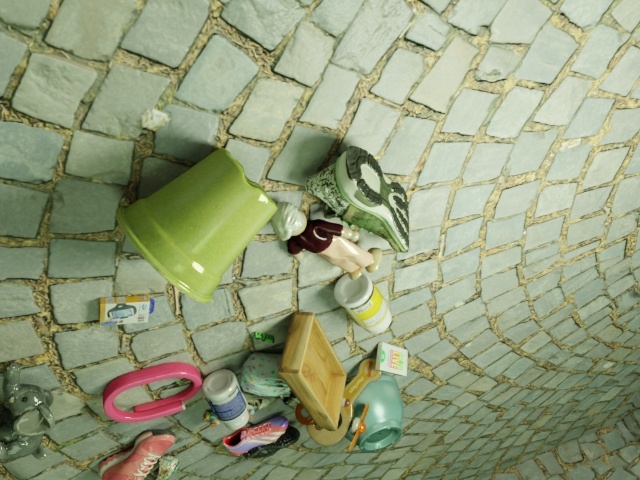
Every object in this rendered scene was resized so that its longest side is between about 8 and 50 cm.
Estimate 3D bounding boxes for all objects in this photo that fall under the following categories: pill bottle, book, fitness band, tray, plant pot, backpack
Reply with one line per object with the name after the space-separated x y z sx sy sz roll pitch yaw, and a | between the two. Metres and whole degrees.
-0.293 0.508 1.771 0.112 0.112 0.186 -20 124 -6 | pill bottle
0.252 0.421 1.986 0.144 0.096 0.035 23 158 -40 | book
-0.505 0.462 1.696 0.291 0.054 0.209 -13 135 -15 | fitness band
-0.016 0.420 1.772 0.076 0.202 0.410 -2 141 20 | tray
0.193 0.668 2.115 0.293 0.196 0.293 -13 135 -14 | plant pot
-0.241 -0.052 1.199 0.254 0.276 0.276 -43 136 1 | plant pot
-0.162 0.424 1.768 0.182 0.152 0.115 9 121 -17 | backpack
0.133 0.192 1.682 0.119 0.119 0.208 -31 137 6 | pill bottle

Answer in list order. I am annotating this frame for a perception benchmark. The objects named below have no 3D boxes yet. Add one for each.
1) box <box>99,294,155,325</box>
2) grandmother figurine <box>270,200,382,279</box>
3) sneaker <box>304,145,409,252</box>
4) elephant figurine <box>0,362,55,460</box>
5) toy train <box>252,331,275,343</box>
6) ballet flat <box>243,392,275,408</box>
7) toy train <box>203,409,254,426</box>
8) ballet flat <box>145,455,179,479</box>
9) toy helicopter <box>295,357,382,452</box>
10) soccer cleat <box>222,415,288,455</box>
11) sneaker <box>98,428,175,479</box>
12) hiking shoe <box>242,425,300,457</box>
-0.498 0.180 1.445 0.136 0.028 0.081 0 131 -22 | box
0.000 0.000 1.454 0.208 0.104 0.342 -32 136 28 | grandmother figurine
0.103 -0.087 1.423 0.182 0.158 0.410 -10 147 30 | sneaker
-0.789 0.462 1.505 0.239 0.169 0.186 -52 162 4 | elephant figurine
-0.172 0.298 1.713 0.083 0.023 0.017 23 119 -38 | toy train
-0.224 0.554 1.915 0.168 0.052 0.057 14 125 -35 | ballet flat
-0.315 0.607 1.906 0.166 0.046 0.125 -22 137 13 | toy train
-0.588 0.858 2.035 0.077 0.091 0.241 30 114 -8 | ballet flat
0.100 0.572 1.971 0.355 0.235 0.140 -49 153 -2 | toy helicopter
-0.236 0.704 2.039 0.248 0.083 0.095 -28 132 6 | soccer cleat
-0.599 0.750 1.869 0.314 0.136 0.116 -36 137 11 | sneaker
-0.184 0.769 2.135 0.227 0.086 0.114 -18 150 0 | hiking shoe
